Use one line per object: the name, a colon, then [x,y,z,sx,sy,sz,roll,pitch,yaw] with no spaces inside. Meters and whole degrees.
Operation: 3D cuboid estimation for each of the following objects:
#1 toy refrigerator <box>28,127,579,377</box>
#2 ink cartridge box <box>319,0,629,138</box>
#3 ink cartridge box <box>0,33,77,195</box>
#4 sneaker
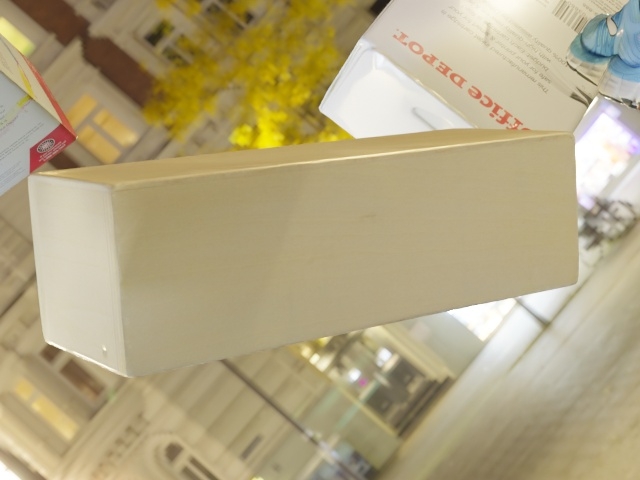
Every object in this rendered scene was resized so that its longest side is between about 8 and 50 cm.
toy refrigerator: [0.000,0.000,0.623,0.269,0.094,0.102,-10,10,-33]
ink cartridge box: [0.163,-0.179,1.200,0.289,0.211,0.121,-52,0,-37]
ink cartridge box: [-0.358,-0.144,1.226,0.128,0.127,0.176,-35,-25,1]
sneaker: [0.199,-0.119,0.736,0.162,0.063,0.073,-95,28,-72]
